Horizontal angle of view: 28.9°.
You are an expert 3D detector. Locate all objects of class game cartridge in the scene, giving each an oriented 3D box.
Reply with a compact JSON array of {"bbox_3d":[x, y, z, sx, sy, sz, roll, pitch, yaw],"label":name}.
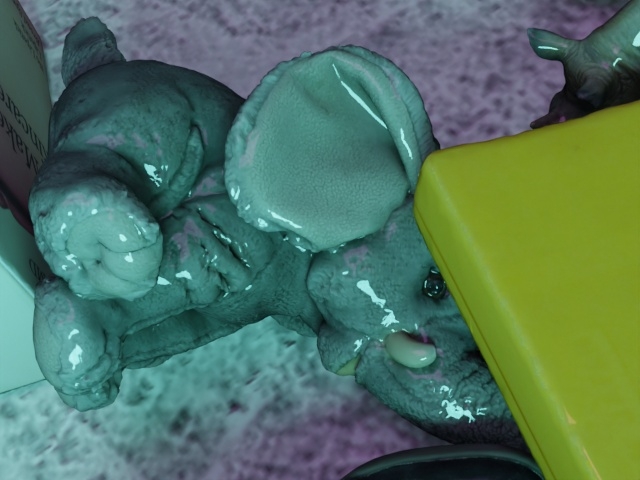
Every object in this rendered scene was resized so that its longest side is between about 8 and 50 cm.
[{"bbox_3d":[0.233,0.047,0.452,0.324,0.052,0.285,-14,55,-13],"label":"game cartridge"}]

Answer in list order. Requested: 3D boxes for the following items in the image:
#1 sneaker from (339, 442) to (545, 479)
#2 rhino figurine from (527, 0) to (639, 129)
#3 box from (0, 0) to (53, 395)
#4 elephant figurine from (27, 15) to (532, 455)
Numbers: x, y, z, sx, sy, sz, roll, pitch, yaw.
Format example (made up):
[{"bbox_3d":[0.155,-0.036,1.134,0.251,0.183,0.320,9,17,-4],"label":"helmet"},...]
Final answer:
[{"bbox_3d":[-0.012,0.149,0.458,0.228,0.130,0.087,-19,97,5],"label":"sneaker"},{"bbox_3d":[0.185,-0.094,0.570,0.243,0.106,0.073,-25,56,-1],"label":"rhino figurine"},{"bbox_3d":[-0.213,-0.044,0.627,0.127,0.148,0.232,-19,57,3],"label":"box"},{"bbox_3d":[0.000,0.000,0.559,0.240,0.185,0.169,-2,18,-2],"label":"elephant figurine"}]
